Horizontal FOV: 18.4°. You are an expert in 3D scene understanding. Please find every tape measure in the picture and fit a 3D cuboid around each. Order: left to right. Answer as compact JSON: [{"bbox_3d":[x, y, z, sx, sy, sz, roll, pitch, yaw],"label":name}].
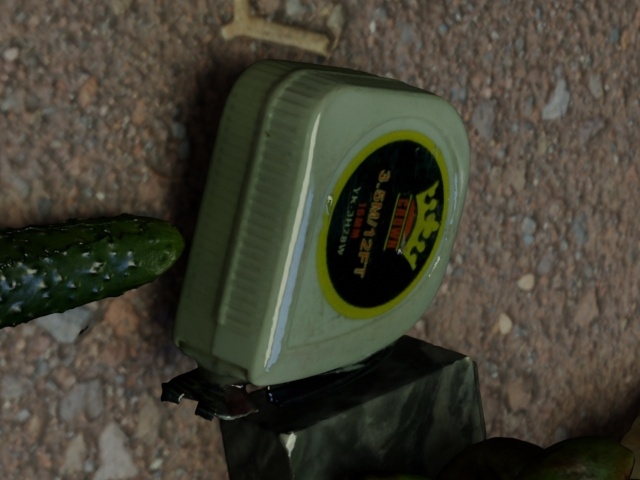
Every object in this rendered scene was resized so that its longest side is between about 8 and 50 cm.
[{"bbox_3d":[0.000,0.000,1.338,0.207,0.115,0.235,0,107,-52],"label":"tape measure"}]

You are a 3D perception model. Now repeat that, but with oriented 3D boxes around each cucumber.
[{"bbox_3d":[-0.176,0.017,1.246,0.227,0.069,0.069,-12,107,-36],"label":"cucumber"}]

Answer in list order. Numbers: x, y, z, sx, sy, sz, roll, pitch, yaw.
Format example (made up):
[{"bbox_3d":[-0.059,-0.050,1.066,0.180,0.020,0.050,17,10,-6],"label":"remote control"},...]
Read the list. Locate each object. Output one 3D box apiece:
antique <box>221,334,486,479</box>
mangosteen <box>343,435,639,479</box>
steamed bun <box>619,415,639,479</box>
[{"bbox_3d":[0.030,0.136,1.408,0.183,0.086,0.088,-20,112,-32],"label":"antique"},{"bbox_3d":[0.165,0.285,1.342,0.311,0.311,0.311,-8,105,-35],"label":"mangosteen"},{"bbox_3d":[0.307,0.254,1.610,0.292,0.137,0.295,43,66,-30],"label":"steamed bun"}]
